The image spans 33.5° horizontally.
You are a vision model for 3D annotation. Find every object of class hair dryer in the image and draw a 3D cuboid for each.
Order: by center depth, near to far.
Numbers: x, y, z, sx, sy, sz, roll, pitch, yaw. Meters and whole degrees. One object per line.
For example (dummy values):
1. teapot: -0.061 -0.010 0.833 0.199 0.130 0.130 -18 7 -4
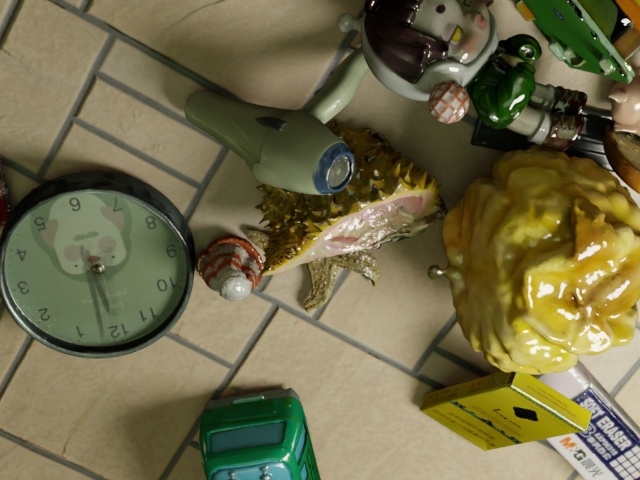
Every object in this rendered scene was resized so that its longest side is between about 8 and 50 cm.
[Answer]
1. hair dryer: -0.058 -0.204 1.576 0.296 0.298 0.119 7 148 24

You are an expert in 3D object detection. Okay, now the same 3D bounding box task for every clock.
1. clock: -0.359 0.046 1.710 0.319 0.066 0.318 -4 117 -7

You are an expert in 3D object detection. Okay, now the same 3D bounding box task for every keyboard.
1. keyboard: 0.324 -0.172 1.639 0.381 0.041 0.103 8 114 -10

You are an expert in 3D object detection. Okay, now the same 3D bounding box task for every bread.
1. bread: 0.478 -0.112 1.594 0.126 0.129 0.044 19 121 -21

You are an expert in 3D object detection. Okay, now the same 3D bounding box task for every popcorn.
1. popcorn: 0.363 0.030 1.593 0.382 0.349 0.349 -3 117 -21

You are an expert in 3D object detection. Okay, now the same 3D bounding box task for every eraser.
1. eraser: 0.451 0.308 1.830 0.130 0.086 0.287 -39 109 18

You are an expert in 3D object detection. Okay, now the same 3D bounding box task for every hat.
1. hat: -0.142 0.057 1.682 0.112 0.162 0.093 12 112 -9

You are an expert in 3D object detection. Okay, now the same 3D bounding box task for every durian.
1. durian: 0.024 -0.087 1.620 0.305 0.185 0.195 -19 73 2

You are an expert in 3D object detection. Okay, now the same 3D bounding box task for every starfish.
1. starfish: 0.000 0.000 1.721 0.236 0.062 0.277 23 118 -4

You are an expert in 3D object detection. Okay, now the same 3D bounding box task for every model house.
1. model house: 0.377 -0.447 1.440 0.313 0.242 0.358 -44 106 2

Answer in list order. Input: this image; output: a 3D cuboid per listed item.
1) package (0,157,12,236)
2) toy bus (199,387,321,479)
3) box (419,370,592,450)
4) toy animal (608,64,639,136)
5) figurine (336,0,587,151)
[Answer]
1. package: -0.579 -0.030 1.701 0.194 0.071 0.269 13 118 3
2. toy bus: -0.091 0.445 1.845 0.184 0.199 0.343 -11 116 5
3. box: 0.297 0.284 1.756 0.153 0.041 0.279 33 151 -14
4. toy animal: 0.491 -0.197 1.591 0.150 0.083 0.089 37 140 -16
5. figurine: 0.206 -0.252 1.496 0.370 0.281 0.167 27 144 -14
